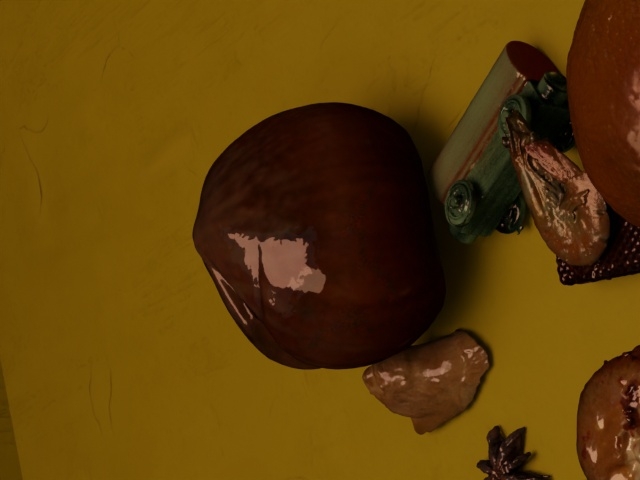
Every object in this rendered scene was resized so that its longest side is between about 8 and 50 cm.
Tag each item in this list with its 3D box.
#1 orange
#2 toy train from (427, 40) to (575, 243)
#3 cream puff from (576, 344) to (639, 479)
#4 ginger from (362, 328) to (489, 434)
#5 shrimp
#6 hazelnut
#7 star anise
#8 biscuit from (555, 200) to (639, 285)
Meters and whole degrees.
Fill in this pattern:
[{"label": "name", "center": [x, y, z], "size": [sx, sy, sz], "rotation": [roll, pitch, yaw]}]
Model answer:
[{"label": "orange", "center": [0.424, -0.173, 1.558], "size": [0.322, 0.322, 0.357], "rotation": [6, 95, 53]}, {"label": "toy train", "center": [0.240, -0.134, 1.988], "size": [0.285, 0.116, 0.177], "rotation": [-61, 35, 37]}, {"label": "cream puff", "center": [0.412, 0.230, 1.732], "size": [0.240, 0.164, 0.240], "rotation": [12, 109, 39]}, {"label": "ginger", "center": [0.150, 0.188, 2.126], "size": [0.193, 0.122, 0.115], "rotation": [-45, 40, 38]}, {"label": "shrimp", "center": [0.294, -0.070, 1.823], "size": [0.115, 0.051, 0.217], "rotation": [-34, 80, 44]}, {"label": "hazelnut", "center": [0.000, 0.000, 2.120], "size": [0.359, 0.359, 0.409], "rotation": [-54, 32, 41]}, {"label": "star anise", "center": [0.259, 0.329, 2.043], "size": [0.141, 0.042, 0.141], "rotation": [5, 97, 55]}, {"label": "biscuit", "center": [0.395, -0.011, 1.810], "size": [0.252, 0.070, 0.106], "rotation": [-14, 83, 53]}]
